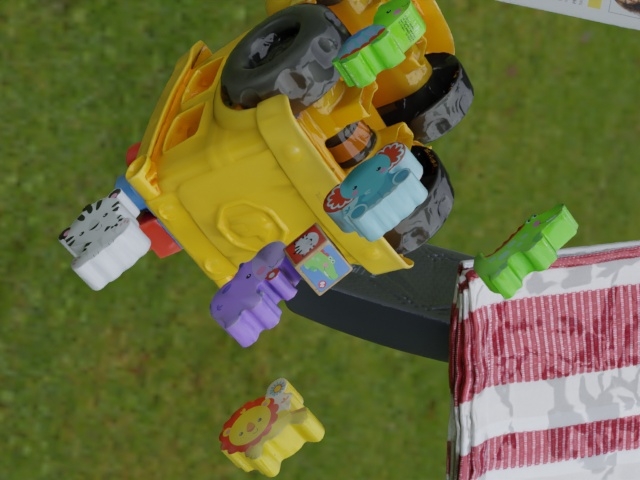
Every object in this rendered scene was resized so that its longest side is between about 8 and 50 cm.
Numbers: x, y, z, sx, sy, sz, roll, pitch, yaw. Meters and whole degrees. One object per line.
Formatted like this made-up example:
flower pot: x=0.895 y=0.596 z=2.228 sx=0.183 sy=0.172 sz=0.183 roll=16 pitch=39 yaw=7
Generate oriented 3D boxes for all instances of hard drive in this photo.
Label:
hard drive: x=0.100 y=0.055 z=1.644 sx=0.172 sy=0.255 sz=0.054 roll=-48 pitch=150 yaw=-64

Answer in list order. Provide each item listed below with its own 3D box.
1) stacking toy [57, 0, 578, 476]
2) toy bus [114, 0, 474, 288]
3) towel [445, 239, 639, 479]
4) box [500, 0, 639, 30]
stacking toy: x=0.000 y=0.000 z=0.861 sx=0.221 sy=0.052 sz=0.167 roll=-38 pitch=121 yaw=2
toy bus: x=-0.032 y=-0.073 z=1.043 sx=0.149 sy=0.211 sz=0.220 roll=50 pitch=37 yaw=-30
towel: x=0.225 y=0.166 z=1.526 sx=0.237 sy=0.037 sz=0.329 roll=-7 pitch=108 yaw=-20
box: x=0.225 y=-0.209 z=1.220 sx=0.060 sy=0.244 sz=0.100 roll=-56 pitch=157 yaw=-55
